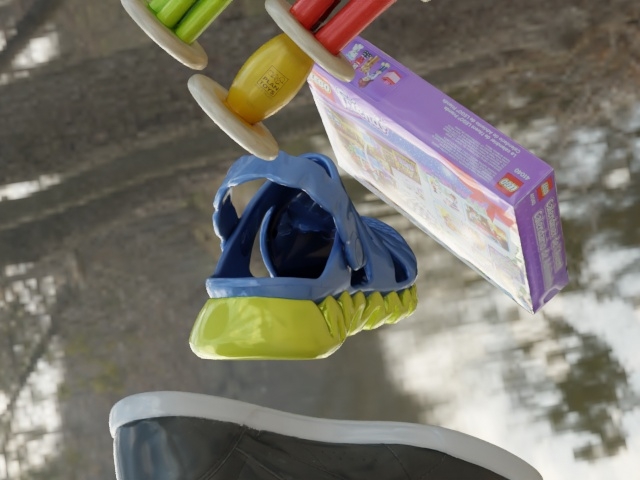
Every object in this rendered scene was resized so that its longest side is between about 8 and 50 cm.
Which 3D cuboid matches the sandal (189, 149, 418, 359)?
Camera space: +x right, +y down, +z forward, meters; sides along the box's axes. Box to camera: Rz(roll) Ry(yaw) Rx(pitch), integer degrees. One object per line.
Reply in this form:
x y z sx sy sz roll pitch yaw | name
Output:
0.000 0.000 0.995 0.317 0.126 0.138 -21 -69 -76 | sandal

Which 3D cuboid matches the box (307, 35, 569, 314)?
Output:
0.112 -0.072 1.326 0.293 0.057 0.201 39 165 31 | box

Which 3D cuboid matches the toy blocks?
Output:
-0.008 -0.127 0.610 0.123 0.148 0.054 52 -166 32 | toy blocks

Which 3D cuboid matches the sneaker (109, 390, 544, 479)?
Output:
0.007 0.190 0.852 0.104 0.296 0.146 132 144 -56 | sneaker
